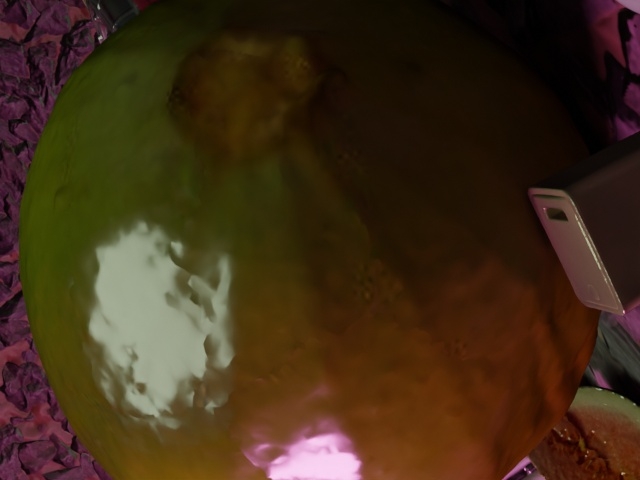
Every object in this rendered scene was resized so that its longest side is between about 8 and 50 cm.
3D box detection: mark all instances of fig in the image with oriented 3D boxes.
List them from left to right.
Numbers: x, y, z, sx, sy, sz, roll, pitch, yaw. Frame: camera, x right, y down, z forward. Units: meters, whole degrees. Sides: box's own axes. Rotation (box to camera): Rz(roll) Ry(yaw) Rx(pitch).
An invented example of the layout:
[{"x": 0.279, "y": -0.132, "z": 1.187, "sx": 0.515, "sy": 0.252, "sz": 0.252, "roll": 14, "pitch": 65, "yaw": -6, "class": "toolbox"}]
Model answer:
[{"x": -0.011, "y": 0.002, "z": 0.667, "sx": 0.343, "sy": 0.343, "sz": 0.343, "roll": 57, "pitch": 169, "yaw": 17, "class": "fig"}]

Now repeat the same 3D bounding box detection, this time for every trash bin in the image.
[{"x": 0.147, "y": -0.018, "z": 0.537, "sx": 0.061, "sy": 0.092, "sz": 0.043, "roll": 62, "pitch": 170, "yaw": -11, "class": "trash bin"}]

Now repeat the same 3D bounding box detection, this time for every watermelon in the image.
[{"x": 0.201, "y": 0.142, "z": 0.803, "sx": 0.163, "sy": 0.087, "sz": 0.069, "roll": 49, "pitch": 134, "yaw": 41, "class": "watermelon"}]

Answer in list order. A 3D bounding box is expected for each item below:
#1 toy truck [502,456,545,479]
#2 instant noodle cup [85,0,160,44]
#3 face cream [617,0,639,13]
[{"x": 0.113, "y": 0.110, "z": 0.970, "sx": 0.286, "sy": 0.136, "sz": 0.111, "roll": 57, "pitch": -170, "yaw": 23, "class": "toy truck"}, {"x": -0.056, "y": -0.146, "z": 0.912, "sx": 0.302, "sy": 0.182, "sz": 0.258, "roll": 61, "pitch": 171, "yaw": -1, "class": "instant noodle cup"}, {"x": 0.150, "y": -0.109, "z": 0.325, "sx": 0.144, "sy": 0.071, "sz": 0.291, "roll": 64, "pitch": 170, "yaw": -23, "class": "face cream"}]
